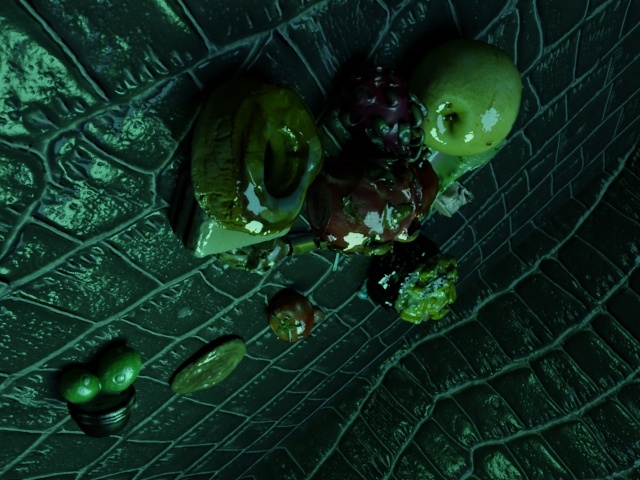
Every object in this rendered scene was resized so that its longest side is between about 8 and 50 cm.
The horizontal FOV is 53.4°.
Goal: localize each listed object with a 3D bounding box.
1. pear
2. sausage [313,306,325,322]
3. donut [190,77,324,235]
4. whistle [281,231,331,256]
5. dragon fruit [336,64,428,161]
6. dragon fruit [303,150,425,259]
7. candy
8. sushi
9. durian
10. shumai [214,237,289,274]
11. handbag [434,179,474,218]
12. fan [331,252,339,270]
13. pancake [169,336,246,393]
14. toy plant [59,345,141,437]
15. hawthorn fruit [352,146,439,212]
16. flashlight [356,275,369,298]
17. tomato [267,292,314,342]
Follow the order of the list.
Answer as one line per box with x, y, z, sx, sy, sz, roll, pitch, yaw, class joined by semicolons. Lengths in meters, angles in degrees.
0.373;-0.374;1.653;0.309;0.309;0.309;-32;154;-18;pear
-0.015;0.292;2.473;0.059;0.054;0.094;-43;155;5;sausage
-0.114;-0.169;1.321;0.330;0.160;0.329;-27;124;-50;donut
0.001;0.000;2.010;0.327;0.057;0.067;-10;120;-50;whistle
0.158;-0.309;1.541;0.273;0.219;0.198;8;89;-59;dragon fruit
0.120;-0.085;1.527;0.291;0.250;0.268;-1;102;-26;dragon fruit
-0.190;-0.082;1.518;0.321;0.135;0.179;-14;146;-43;candy
0.378;0.163;2.504;0.327;0.285;0.329;-56;151;7;sushi
0.408;-0.259;2.025;0.355;0.169;0.157;-44;157;4;durian
-0.184;0.028;1.698;0.161;0.153;0.209;-38;155;-23;shumai
0.424;-0.168;2.185;0.116;0.179;0.205;-45;-169;3;handbag
0.068;-0.009;2.036;0.153;0.008;0.226;-5;112;-52;fan
-0.379;0.440;2.213;0.295;0.049;0.294;-33;156;-17;pancake
-0.594;0.412;1.746;0.218;0.175;0.234;-16;120;-32;toy plant
0.196;-0.151;1.758;0.307;0.265;0.265;-35;162;35;hawthorn fruit
0.193;0.184;2.598;0.051;0.051;0.129;-2;131;-54;flashlight
-0.099;0.258;2.198;0.167;0.167;0.167;-32;154;-18;tomato
